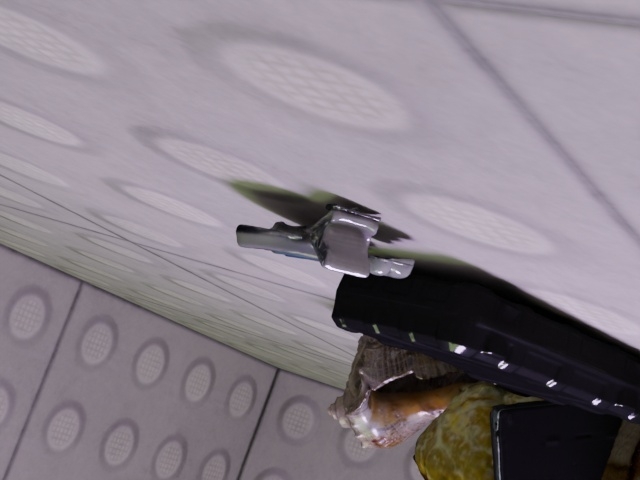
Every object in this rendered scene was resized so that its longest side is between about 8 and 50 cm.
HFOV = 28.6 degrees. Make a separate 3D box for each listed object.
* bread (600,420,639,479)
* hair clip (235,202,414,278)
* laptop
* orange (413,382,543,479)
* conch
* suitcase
[{"bbox_3d":[0.352,0.251,1.256,0.096,0.222,0.181,24,175,-13],"label":"bread"},{"bbox_3d":[0.000,0.000,1.092,0.140,0.054,0.220,10,178,-16],"label":"hair clip"},{"bbox_3d":[0.287,0.244,1.349,0.207,0.154,0.026,-3,-179,-11],"label":"laptop"},{"bbox_3d":[0.306,0.276,1.497,0.369,0.210,0.271,27,-163,6],"label":"orange"},{"bbox_3d":[0.120,0.189,1.652,0.245,0.163,0.178,-13,180,13],"label":"conch"},{"bbox_3d":[0.173,0.101,1.217,0.285,0.066,0.206,23,171,-33],"label":"suitcase"}]
